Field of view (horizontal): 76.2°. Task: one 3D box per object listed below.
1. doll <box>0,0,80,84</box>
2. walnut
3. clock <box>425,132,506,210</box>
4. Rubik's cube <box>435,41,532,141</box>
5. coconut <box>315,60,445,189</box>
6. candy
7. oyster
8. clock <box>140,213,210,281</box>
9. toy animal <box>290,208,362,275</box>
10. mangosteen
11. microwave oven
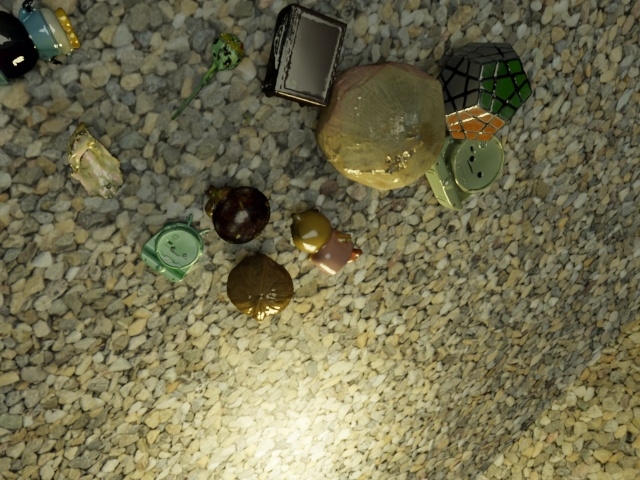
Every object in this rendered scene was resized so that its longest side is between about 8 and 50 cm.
[{"bbox_3d":[-0.772,-0.484,1.000,0.314,0.141,0.177,-27,145,-21],"label":"doll"},{"bbox_3d":[-0.198,0.155,1.350,0.228,0.228,0.227,-6,109,-16],"label":"walnut"},{"bbox_3d":[0.549,-0.292,1.503,0.324,0.108,0.265,-35,114,-5],"label":"clock"},{"bbox_3d":[0.520,-0.485,1.336,0.264,0.319,0.318,-23,117,22],"label":"Rubik's cube"},{"bbox_3d":[0.192,-0.340,1.234,0.405,0.404,0.403,-6,109,-16],"label":"coconut"},{"bbox_3d":[-0.339,-0.468,1.183,0.305,0.083,0.091,-45,152,9],"label":"candy"},{"bbox_3d":[-0.654,-0.217,1.169,0.133,0.072,0.209,-39,135,-9],"label":"oyster"},{"bbox_3d":[-0.454,0.016,1.307,0.159,0.066,0.211,41,91,-26],"label":"clock"},{"bbox_3d":[-0.002,0.001,1.397,0.196,0.169,0.281,-26,116,30],"label":"toy animal"},{"bbox_3d":[-0.269,-0.096,1.282,0.217,0.192,0.192,40,93,7],"label":"mangosteen"},{"bbox_3d":[-0.061,-0.528,1.189,0.188,0.178,0.247,8,105,-20],"label":"microwave oven"}]
